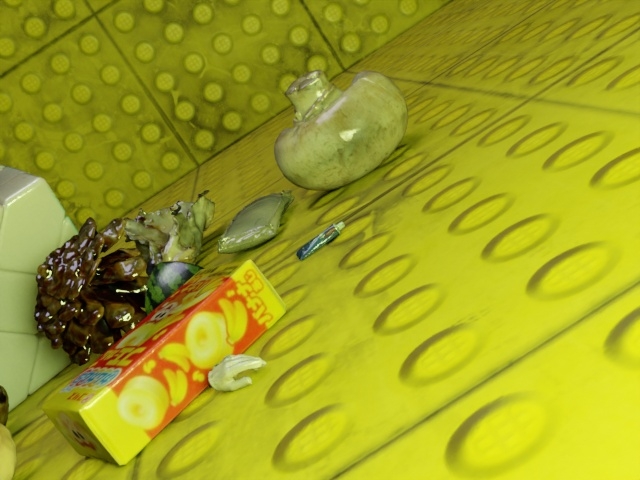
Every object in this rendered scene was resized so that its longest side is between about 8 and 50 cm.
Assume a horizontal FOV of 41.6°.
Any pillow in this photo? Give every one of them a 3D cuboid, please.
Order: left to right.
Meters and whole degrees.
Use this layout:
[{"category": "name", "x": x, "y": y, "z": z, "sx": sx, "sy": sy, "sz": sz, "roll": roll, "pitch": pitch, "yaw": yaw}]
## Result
[{"category": "pillow", "x": -0.115, "y": -0.035, "z": 1.511, "sx": 0.119, "sy": 0.053, "sz": 0.208, "roll": -25, "pitch": 16, "yaw": 17}]

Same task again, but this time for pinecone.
[{"category": "pinecone", "x": -0.349, "y": 0.086, "z": 1.326, "sx": 0.229, "sy": 0.201, "sz": 0.202, "roll": -25, "pitch": 20, "yaw": 42}]

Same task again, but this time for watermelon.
[{"category": "watermelon", "x": -0.183, "y": 0.095, "z": 1.237, "sx": 0.135, "sy": 0.125, "sz": 0.094, "roll": -4, "pitch": -16, "yaw": 3}]

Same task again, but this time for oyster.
[{"category": "oyster", "x": -0.284, "y": -0.014, "z": 1.660, "sx": 0.198, "sy": 0.133, "sz": 0.337, "roll": -32, "pitch": 16, "yaw": -2}]

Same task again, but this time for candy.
[{"category": "candy", "x": -0.183, "y": 0.140, "z": 1.009, "sx": 0.276, "sy": 0.088, "sz": 0.146, "roll": -43, "pitch": 18, "yaw": -30}]

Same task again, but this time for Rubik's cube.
[{"category": "Rubik's cube", "x": -0.597, "y": 0.078, "z": 1.524, "sx": 0.319, "sy": 0.322, "sz": 0.316, "roll": -40, "pitch": 30, "yaw": -24}]

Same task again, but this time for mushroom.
[{"category": "mushroom", "x": 0.035, "y": -0.199, "z": 1.448, "sx": 0.254, "sy": 0.195, "sz": 0.189, "roll": -38, "pitch": 18, "yaw": -7}]

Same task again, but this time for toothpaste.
[{"category": "toothpaste", "x": 0.000, "y": 0.000, "z": 1.216, "sx": 0.083, "sy": 0.019, "sz": 0.027, "roll": -37, "pitch": 31, "yaw": 2}]

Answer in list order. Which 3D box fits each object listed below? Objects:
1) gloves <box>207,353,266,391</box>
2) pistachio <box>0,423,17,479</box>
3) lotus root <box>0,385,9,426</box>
[{"category": "gloves", "x": -0.095, "y": 0.145, "z": 0.914, "sx": 0.081, "sy": 0.037, "sz": 0.044, "roll": -24, "pitch": 51, "yaw": 13}, {"category": "pistachio", "x": -0.461, "y": 0.305, "z": 1.031, "sx": 0.200, "sy": 0.117, "sz": 0.145, "roll": -44, "pitch": -22, "yaw": -13}, {"category": "lotus root", "x": -0.565, "y": 0.296, "z": 1.322, "sx": 0.258, "sy": 0.097, "sz": 0.110, "roll": -33, "pitch": 5, "yaw": 35}]
